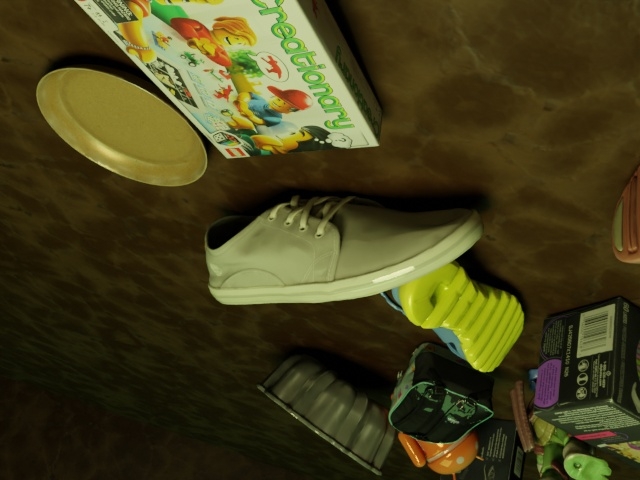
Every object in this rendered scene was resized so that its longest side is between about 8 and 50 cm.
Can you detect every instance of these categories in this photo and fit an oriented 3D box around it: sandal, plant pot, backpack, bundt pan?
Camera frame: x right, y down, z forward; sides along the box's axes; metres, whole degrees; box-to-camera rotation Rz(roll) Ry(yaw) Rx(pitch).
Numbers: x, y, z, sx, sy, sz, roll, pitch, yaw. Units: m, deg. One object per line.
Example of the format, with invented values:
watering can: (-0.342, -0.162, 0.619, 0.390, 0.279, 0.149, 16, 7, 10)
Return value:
sandal: (0.191, 0.091, 1.054, 0.317, 0.126, 0.138, 39, 174, -41)
plant pot: (-0.258, -0.154, 0.948, 0.237, 0.032, 0.236, 15, 152, 8)
backpack: (0.220, 0.294, 1.339, 0.166, 0.144, 0.188, 20, 129, -6)
bundt pan: (0.027, 0.357, 1.533, 0.331, 0.124, 0.331, 34, 170, 7)

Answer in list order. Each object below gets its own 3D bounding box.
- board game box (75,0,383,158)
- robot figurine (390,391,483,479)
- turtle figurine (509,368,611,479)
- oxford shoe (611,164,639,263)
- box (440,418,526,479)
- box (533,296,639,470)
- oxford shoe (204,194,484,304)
board game box: (-0.075, -0.181, 0.694, 0.193, 0.053, 0.305, -2, 156, 23)
robot figurine: (0.243, 0.387, 1.475, 0.128, 0.219, 0.158, -40, 168, 18)
turtle figurine: (0.453, 0.358, 1.208, 0.198, 0.266, 0.274, -27, 100, 24)
oxford shoe: (0.413, -0.061, 0.599, 0.147, 0.140, 0.397, 17, 156, -13)
box: (0.371, 0.488, 1.601, 0.158, 0.155, 0.093, -1, 147, 34)
box: (0.467, 0.224, 1.047, 0.270, 0.165, 0.143, 29, 149, -20)
oxford shoe: (0.000, 0.000, 0.964, 0.450, 0.169, 0.130, -8, 107, 38)
